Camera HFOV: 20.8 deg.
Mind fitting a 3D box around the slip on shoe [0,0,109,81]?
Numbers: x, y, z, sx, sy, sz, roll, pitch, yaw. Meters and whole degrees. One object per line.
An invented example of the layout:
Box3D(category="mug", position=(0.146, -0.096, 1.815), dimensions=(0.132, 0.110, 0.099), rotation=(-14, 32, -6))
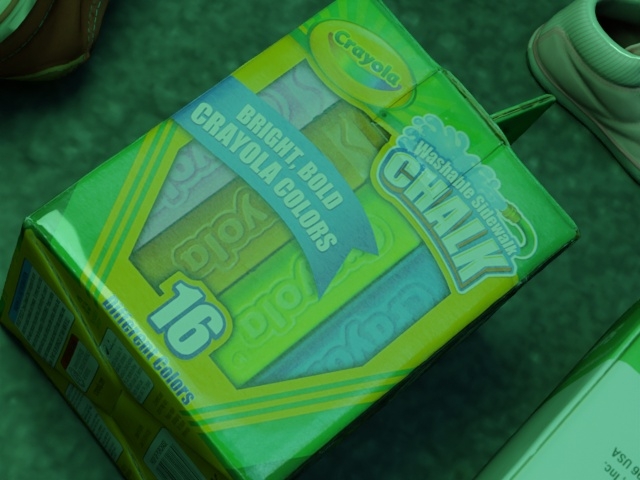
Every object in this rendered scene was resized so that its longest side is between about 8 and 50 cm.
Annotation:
Box3D(category="slip on shoe", position=(-0.094, -0.217, 0.727), dimensions=(0.123, 0.101, 0.331), rotation=(13, 78, 26))

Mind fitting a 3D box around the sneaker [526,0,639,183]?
Box3D(category="sneaker", position=(0.158, -0.063, 0.777), dimensions=(0.134, 0.070, 0.051), rotation=(39, 65, 0))

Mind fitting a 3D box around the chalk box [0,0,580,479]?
Box3D(category="chalk box", position=(0.000, 0.000, 0.681), dimensions=(0.213, 0.132, 0.132), rotation=(-38, 84, -24))

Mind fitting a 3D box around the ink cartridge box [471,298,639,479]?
Box3D(category="ink cartridge box", position=(0.116, 0.182, 0.651), dimensions=(0.211, 0.121, 0.289), rotation=(45, 67, 4))
